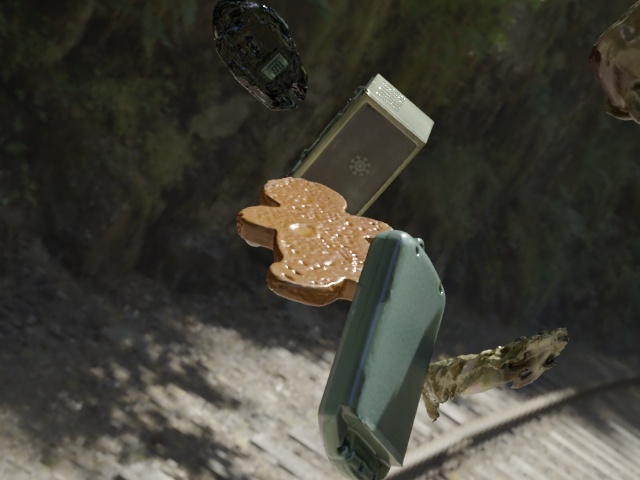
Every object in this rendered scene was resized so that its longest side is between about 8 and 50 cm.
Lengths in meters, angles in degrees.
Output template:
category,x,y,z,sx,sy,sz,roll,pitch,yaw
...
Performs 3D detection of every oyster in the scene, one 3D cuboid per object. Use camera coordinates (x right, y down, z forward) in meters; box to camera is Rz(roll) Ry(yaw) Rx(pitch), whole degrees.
category,x,y,z,sx,sy,sz,roll,pitch,yaw
oyster,0.171,0.131,1.260,0.106,0.199,0.061,19,52,-55

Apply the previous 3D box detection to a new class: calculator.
category,x,y,z,sx,sy,sz,roll,pitch,yaw
calculator,0.062,0.105,1.114,0.045,0.246,0.141,4,-28,28

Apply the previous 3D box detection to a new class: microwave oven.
category,x,y,z,sx,sy,sz,roll,pitch,yaw
microwave oven,0.057,-0.141,2.010,0.145,0.240,0.194,39,21,-7

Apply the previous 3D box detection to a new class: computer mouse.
category,x,y,z,sx,sy,sz,roll,pitch,yaw
computer mouse,-0.114,-0.339,2.174,0.242,0.146,0.077,50,-17,-16

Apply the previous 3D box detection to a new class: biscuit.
category,x,y,z,sx,sy,sz,roll,pitch,yaw
biscuit,-0.001,0.002,1.496,0.205,0.049,0.324,4,27,-20

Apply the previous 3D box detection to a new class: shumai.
category,x,y,z,sx,sy,sz,roll,pitch,yaw
shumai,0.405,-0.190,1.282,0.184,0.185,0.218,53,-24,-14
